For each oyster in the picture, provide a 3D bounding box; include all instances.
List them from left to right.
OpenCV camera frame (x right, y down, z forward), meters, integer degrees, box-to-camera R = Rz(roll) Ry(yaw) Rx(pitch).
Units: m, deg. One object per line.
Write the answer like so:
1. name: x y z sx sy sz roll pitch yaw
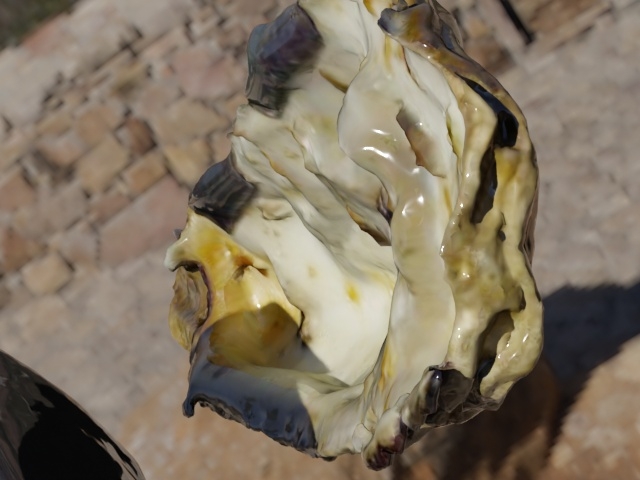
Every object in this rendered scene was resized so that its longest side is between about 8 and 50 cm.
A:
1. oyster: 0.001 0.003 0.596 0.079 0.128 0.345 -16 -4 -15

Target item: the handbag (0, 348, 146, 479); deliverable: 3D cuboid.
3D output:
1. handbag: -0.138 0.184 0.477 0.275 0.178 0.302 -46 34 4
